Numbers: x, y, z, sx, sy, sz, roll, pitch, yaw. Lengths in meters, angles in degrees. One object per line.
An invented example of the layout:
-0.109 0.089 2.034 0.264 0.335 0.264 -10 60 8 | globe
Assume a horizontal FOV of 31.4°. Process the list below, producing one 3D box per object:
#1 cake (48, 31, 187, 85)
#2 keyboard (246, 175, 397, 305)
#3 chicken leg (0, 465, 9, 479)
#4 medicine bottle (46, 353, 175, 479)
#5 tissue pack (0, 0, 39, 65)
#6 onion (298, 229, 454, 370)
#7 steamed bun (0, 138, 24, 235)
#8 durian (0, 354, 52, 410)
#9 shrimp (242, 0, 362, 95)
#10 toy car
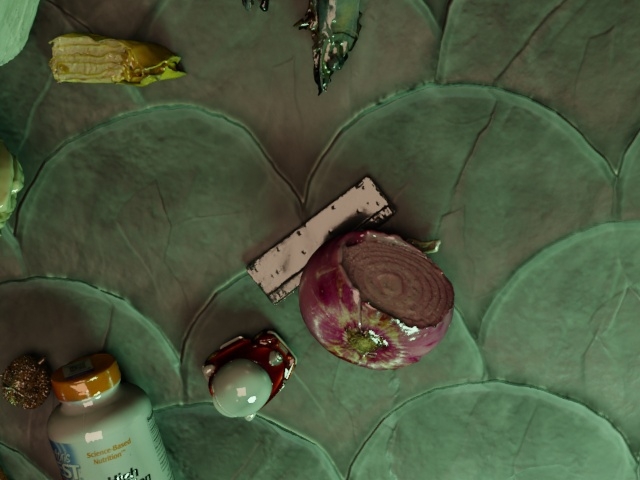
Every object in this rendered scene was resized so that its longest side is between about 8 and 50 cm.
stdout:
-0.275 -0.253 1.566 0.184 0.116 0.080 4 107 38 | cake
0.000 0.000 1.628 0.231 0.023 0.072 -37 94 16 | keyboard
-0.493 0.403 1.801 0.093 0.053 0.205 -37 109 -7 | chicken leg
-0.311 0.317 1.694 0.157 0.157 0.289 -12 107 10 | medicine bottle
-0.566 -0.412 1.432 0.416 0.253 0.264 24 110 0 | tissue pack
0.068 0.091 1.574 0.207 0.200 0.201 7 112 -31 | onion
-0.520 -0.098 1.525 0.203 0.289 0.276 -39 64 -18 | steamed bun
-0.440 0.212 1.719 0.080 0.080 0.091 41 96 -8 | durian
-0.028 -0.344 1.493 0.178 0.075 0.289 11 110 11 | shrimp
-0.107 0.203 1.658 0.139 0.112 0.112 -38 100 17 | toy car
